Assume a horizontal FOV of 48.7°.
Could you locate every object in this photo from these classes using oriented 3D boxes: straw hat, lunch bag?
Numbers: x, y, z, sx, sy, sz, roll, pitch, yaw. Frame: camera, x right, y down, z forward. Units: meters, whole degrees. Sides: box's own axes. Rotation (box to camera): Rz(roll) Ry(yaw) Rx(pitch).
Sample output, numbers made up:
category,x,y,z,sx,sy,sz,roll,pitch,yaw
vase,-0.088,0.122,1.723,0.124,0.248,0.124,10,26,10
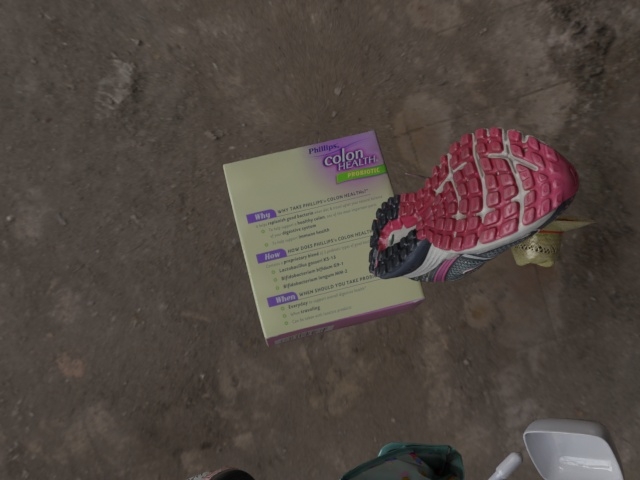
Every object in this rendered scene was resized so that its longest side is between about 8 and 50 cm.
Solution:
category,x,y,z,sx,sy,sz,roll,pitch,yaw
straw hat,0.256,0.001,0.843,0.145,0.144,0.061,2,95,0
lunch bag,0.130,0.473,1.191,0.160,0.262,0.223,26,114,34

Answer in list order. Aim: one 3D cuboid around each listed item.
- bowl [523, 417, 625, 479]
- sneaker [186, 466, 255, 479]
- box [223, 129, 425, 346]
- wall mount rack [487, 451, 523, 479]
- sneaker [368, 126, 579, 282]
category,x,y,z,sx,sy,sz,roll,pitch,yaw
bowl,0.414,0.339,1.147,0.142,0.053,0.142,-8,123,37
sneaker,-0.192,0.371,0.836,0.270,0.145,0.090,-35,86,-22
box,0.000,0.000,0.971,0.214,0.117,0.242,-14,78,-6
wall mount rack,0.144,0.379,0.777,0.305,0.350,0.130,-10,112,-16
sneaker,0.159,-0.027,0.738,0.112,0.299,0.120,11,74,-20
